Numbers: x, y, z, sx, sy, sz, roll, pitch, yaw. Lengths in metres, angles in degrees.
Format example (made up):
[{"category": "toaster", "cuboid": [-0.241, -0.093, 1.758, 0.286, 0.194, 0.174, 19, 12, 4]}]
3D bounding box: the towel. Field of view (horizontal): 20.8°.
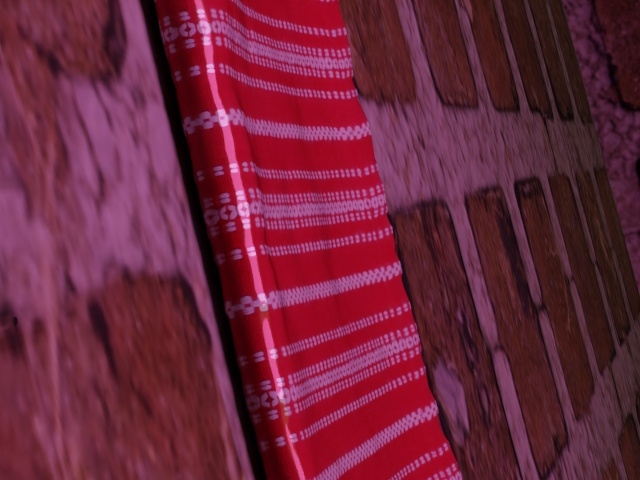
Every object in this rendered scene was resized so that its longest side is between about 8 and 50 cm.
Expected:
[{"category": "towel", "cuboid": [0.000, 0.000, 0.635, 0.199, 0.031, 0.274, 1, 75, -75]}]
